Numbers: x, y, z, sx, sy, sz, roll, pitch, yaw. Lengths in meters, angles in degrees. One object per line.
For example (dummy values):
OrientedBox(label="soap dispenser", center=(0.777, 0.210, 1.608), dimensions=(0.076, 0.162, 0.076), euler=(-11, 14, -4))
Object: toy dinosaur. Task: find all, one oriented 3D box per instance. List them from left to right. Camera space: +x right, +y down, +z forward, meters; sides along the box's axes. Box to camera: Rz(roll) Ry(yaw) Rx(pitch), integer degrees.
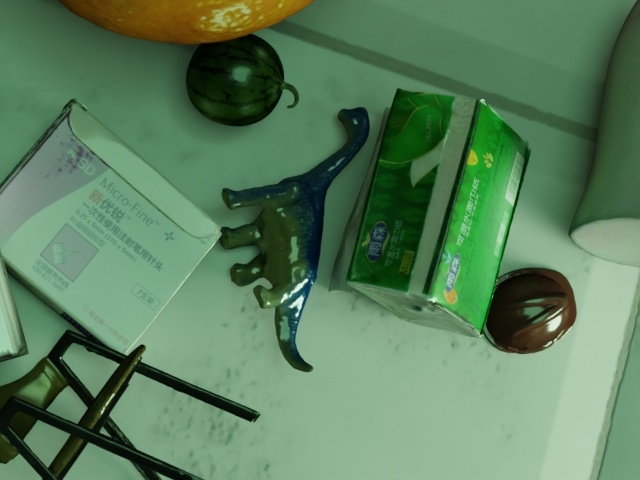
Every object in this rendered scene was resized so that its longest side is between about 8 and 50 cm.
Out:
OrientedBox(label="toy dinosaur", center=(0.000, 0.000, 1.902), dimensions=(0.188, 0.075, 0.247), euler=(-17, 81, -20))

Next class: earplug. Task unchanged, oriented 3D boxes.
OrientedBox(label="earplug", center=(0.364, -0.135, 1.977), dimensions=(0.172, 0.172, 0.301), euler=(14, 73, -13))

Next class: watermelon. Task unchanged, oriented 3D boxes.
OrientedBox(label="watermelon", center=(-0.080, -0.161, 1.882), dimensions=(0.109, 0.109, 0.109), euler=(2, 82, -15))

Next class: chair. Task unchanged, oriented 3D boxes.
OrientedBox(label="chair", center=(-0.215, 0.177, 1.764), dimensions=(0.247, 0.159, 0.172), euler=(39, 113, -4))

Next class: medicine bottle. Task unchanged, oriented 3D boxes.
OrientedBox(label="medicine bottle", center=(-0.223, -0.010, 1.852), dimensions=(0.201, 0.052, 0.171), euler=(41, 75, -8))

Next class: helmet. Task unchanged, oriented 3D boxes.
OrientedBox(label="helmet", center=(0.223, 0.069, 1.956), dimensions=(0.111, 0.057, 0.089), euler=(-20, 86, -16))

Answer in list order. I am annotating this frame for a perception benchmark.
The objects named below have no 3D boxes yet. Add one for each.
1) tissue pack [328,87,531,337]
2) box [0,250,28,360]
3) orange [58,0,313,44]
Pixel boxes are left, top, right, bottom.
OrientedBox(label="tissue pack", center=(0.097, -0.031, 1.898), dimensions=(0.156, 0.148, 0.209), euler=(11, 78, 27))
OrientedBox(label="box", center=(-0.418, 0.047, 1.735), dimensions=(0.260, 0.111, 0.194), euler=(-15, 88, -1))
OrientedBox(label="orange", center=(-0.123, -0.400, 1.786), dimensions=(0.424, 0.326, 0.424), euler=(2, 80, -14))
